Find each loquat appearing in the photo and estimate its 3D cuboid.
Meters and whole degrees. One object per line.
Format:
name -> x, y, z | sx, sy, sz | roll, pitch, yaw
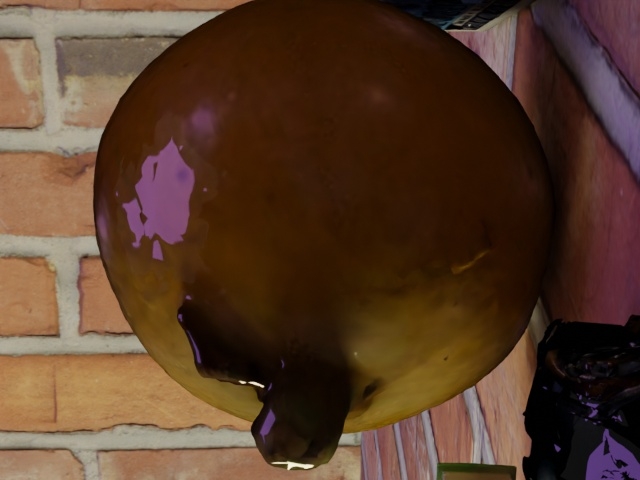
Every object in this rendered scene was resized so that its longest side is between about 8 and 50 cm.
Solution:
loquat -> 0.000, 0.000, 0.959 | 0.328, 0.328, 0.359 | 92, -177, -46

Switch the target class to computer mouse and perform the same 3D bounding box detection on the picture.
computer mouse -> 0.137, 0.100, 0.677 | 0.241, 0.078, 0.146 | -130, 42, -87

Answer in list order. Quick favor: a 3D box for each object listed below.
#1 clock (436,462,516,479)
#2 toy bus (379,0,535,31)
clock -> 0.118, 0.292, 0.955 | 0.255, 0.106, 0.219 | -78, -10, -79
toy bus -> 0.094, -0.218, 1.072 | 0.297, 0.131, 0.106 | -135, 46, -86
